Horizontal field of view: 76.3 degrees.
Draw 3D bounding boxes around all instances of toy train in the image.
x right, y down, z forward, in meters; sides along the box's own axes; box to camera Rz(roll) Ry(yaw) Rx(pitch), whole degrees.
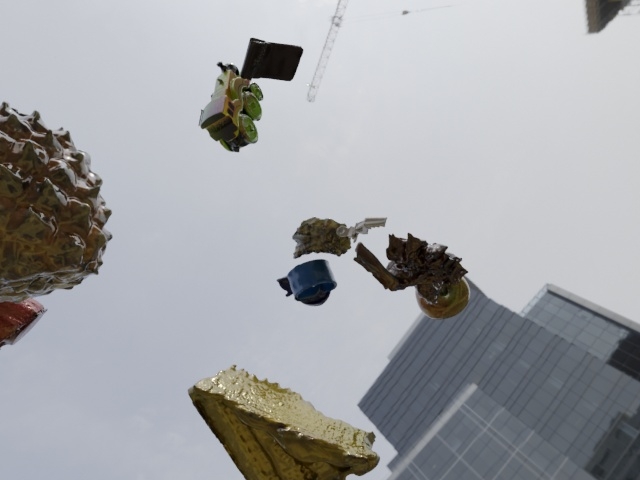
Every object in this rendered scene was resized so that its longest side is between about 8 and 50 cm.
[{"bbox_3d":[-0.242,-0.382,1.139,0.101,0.295,0.160,-20,-39,24],"label":"toy train"}]

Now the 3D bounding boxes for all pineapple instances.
[{"bbox_3d":[-0.279,-0.044,0.362,0.167,0.166,0.192,-16,-101,-27],"label":"pineapple"}]

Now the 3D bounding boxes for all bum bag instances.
[{"bbox_3d":[-0.125,-0.466,1.066,0.160,0.026,0.109,-9,-32,-32],"label":"bum bag"}]

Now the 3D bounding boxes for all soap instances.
[{"bbox_3d":[-0.078,0.388,0.916,0.305,0.169,0.338,-30,-84,15],"label":"soap"}]

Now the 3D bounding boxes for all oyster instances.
[{"bbox_3d":[0.000,0.000,1.421,0.215,0.083,0.222,3,-36,10],"label":"oyster"}]

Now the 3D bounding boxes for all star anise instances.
[{"bbox_3d":[0.208,0.062,0.975,0.347,0.238,0.148,20,-103,-42],"label":"star anise"}]

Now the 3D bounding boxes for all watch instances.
[{"bbox_3d":[-0.044,0.151,1.508,0.196,0.171,0.200,-26,-21,-13],"label":"watch"}]

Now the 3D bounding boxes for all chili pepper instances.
[{"bbox_3d":[-0.634,0.104,0.696,0.144,0.136,0.252,-30,-64,30],"label":"chili pepper"}]

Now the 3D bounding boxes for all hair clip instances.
[{"bbox_3d":[0.112,-0.038,1.130,0.072,0.226,0.034,21,-108,-13],"label":"hair clip"}]

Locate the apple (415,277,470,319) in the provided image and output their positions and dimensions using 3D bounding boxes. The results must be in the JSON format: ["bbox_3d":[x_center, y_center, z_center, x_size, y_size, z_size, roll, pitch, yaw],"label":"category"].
[{"bbox_3d":[0.412,0.182,1.382,0.182,0.182,0.155,-45,-16,-8],"label":"apple"}]
